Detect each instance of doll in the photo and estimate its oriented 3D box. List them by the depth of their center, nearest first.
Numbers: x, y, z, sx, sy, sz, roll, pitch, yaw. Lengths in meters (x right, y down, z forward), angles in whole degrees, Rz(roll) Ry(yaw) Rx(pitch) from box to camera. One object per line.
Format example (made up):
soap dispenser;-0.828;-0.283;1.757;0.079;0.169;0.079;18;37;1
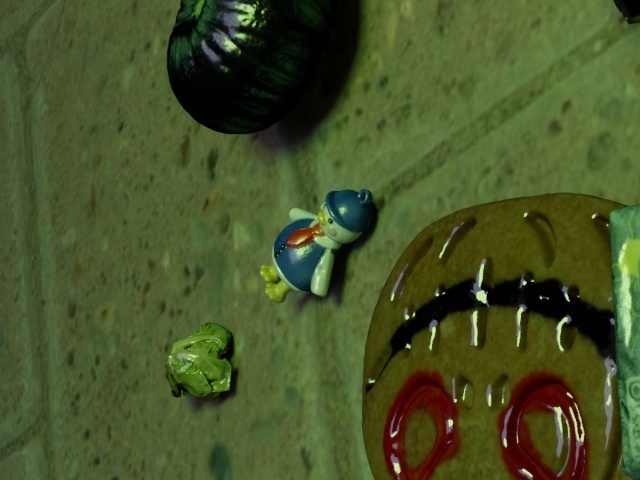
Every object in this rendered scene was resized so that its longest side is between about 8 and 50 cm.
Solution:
doll;0.000;0.000;1.709;0.143;0.058;0.099;-43;48;34

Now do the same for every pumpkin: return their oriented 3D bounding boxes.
pumpkin;-0.058;-0.194;1.770;0.202;0.140;0.202;-50;29;41

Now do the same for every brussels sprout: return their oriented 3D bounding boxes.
brussels sprout;-0.122;0.119;1.849;0.085;0.058;0.085;-171;90;-72

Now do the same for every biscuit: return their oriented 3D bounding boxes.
biscuit;0.148;0.122;1.459;0.367;0.063;0.314;-6;75;53

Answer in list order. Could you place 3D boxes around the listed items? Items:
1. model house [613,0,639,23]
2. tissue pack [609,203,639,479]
model house;0.217;-0.269;1.382;0.211;0.204;0.243;-20;15;14
tissue pack;0.303;0.050;1.207;0.257;0.081;0.185;-14;71;42
